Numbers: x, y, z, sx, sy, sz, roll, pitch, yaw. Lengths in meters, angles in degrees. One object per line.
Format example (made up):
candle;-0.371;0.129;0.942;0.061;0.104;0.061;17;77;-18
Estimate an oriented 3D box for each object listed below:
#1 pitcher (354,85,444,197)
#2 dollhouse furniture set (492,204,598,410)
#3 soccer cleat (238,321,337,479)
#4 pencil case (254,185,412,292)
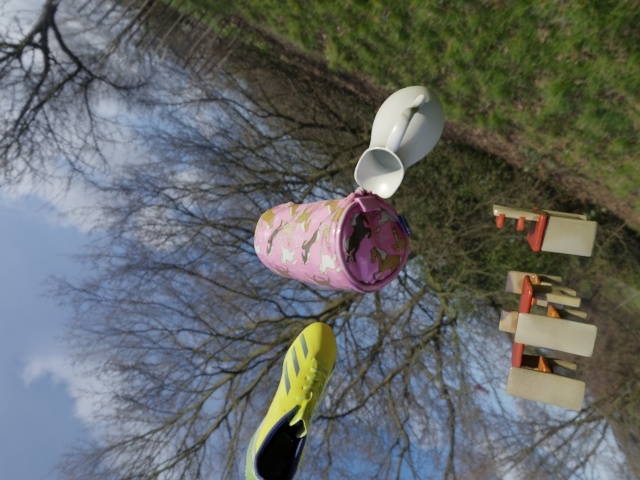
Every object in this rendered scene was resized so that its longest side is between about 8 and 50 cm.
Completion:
pitcher;0.154;-0.203;0.852;0.125;0.207;0.178;32;151;4
dollhouse furniture set;0.317;0.082;0.721;0.135;0.259;0.262;8;-168;17
soccer cleat;-0.031;0.255;0.741;0.093;0.289;0.121;33;148;-10
pencil case;0.000;0.000;0.915;0.160;0.167;0.386;46;160;-20
